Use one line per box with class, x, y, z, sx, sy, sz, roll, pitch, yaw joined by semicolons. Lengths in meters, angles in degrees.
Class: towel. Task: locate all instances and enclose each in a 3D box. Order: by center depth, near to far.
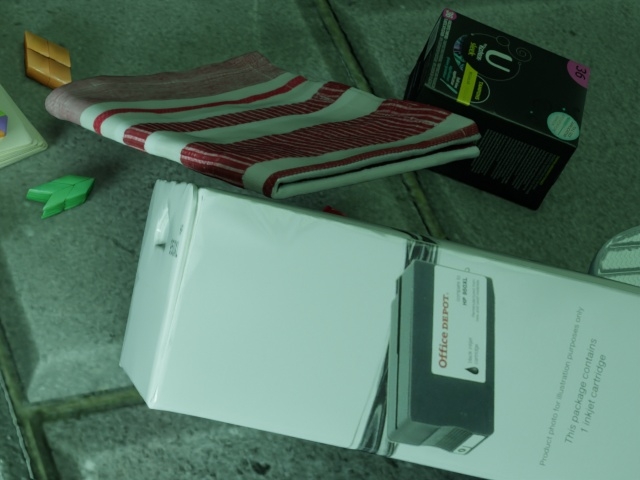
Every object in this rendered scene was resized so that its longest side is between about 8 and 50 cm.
towel;-0.053;-0.105;1.489;0.237;0.037;0.329;-15;24;-37

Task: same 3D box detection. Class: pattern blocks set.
pattern blocks set;-0.346;-0.128;1.529;0.325;0.026;0.285;43;50;14

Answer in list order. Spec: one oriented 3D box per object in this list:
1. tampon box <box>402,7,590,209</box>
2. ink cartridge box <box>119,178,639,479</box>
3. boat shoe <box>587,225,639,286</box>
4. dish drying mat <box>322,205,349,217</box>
tampon box;0.167;-0.128;1.686;0.161;0.101;0.120;21;49;-6
ink cartridge box;0.057;0.076;1.337;0.395;0.285;0.166;14;89;-11
boat shoe;0.394;0.057;1.564;0.335;0.119;0.121;4;72;-10
dish drying mat;0.000;0.000;1.578;0.032;0.008;0.083;33;48;5
